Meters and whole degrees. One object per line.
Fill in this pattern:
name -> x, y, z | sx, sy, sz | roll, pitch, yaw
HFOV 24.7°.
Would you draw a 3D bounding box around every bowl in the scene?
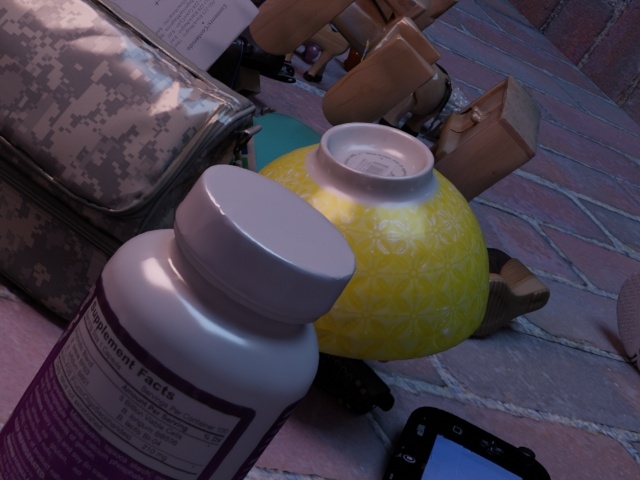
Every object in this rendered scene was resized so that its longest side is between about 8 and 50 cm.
bowl -> 0.042, -0.025, 1.474 | 0.289, 0.156, 0.289 | 8, 31, -5

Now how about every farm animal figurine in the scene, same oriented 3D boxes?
farm animal figurine -> 0.104, -0.321, 2.527 | 0.327, 0.172, 0.330 | 42, 21, 17

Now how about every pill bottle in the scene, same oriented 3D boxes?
pill bottle -> -0.107, 0.100, 1.044 | 0.169, 0.301, 0.169 | 31, 20, -13

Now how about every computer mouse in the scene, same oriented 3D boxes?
computer mouse -> -0.131, -0.284, 2.088 | 0.184, 0.060, 0.262 | 15, 1, 6

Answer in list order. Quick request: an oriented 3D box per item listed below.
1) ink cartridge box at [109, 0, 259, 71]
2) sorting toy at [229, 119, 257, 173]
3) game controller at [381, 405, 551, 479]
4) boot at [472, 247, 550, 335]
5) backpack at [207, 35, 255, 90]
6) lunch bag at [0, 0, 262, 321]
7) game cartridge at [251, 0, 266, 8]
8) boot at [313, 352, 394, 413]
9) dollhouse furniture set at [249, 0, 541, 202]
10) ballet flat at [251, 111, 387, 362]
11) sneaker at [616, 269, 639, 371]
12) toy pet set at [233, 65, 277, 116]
ink cartridge box -> -0.219, -0.244, 1.608 | 0.272, 0.130, 0.309 | 47, -20, -26
sorting toy -> -0.139, -0.086, 1.672 | 0.132, 0.046, 0.274 | -4, 38, -3
game controller -> 0.141, 0.257, 1.433 | 0.166, 0.067, 0.319 | 36, 19, 1
boot -> 0.175, 0.044, 1.991 | 0.207, 0.090, 0.248 | 31, 19, 33
backpack -> -0.178, -0.242, 1.922 | 0.117, 0.158, 0.173 | 4, 34, -27
lunch bag -> -0.234, -0.108, 1.381 | 0.305, 0.256, 0.212 | 37, 20, 7
game cartridge -> -0.144, -0.383, 2.078 | 0.198, 0.297, 0.062 | 4, 68, -19
boot -> -0.005, 0.124, 1.500 | 0.137, 0.077, 0.198 | 49, 24, 20
dollhouse furniture set -> 0.068, -0.217, 1.940 | 0.394, 0.256, 0.362 | 47, 26, -14
ballet flat -> 0.000, 0.000, 1.700 | 0.147, 0.147, 0.409 | 18, 22, -39
sneaker -> 0.607, 0.198, 2.220 | 0.210, 0.137, 0.366 | 10, 37, -51
toy pet set -> -0.124, -0.187, 2.061 | 0.122, 0.065, 0.114 | 12, 65, -42
